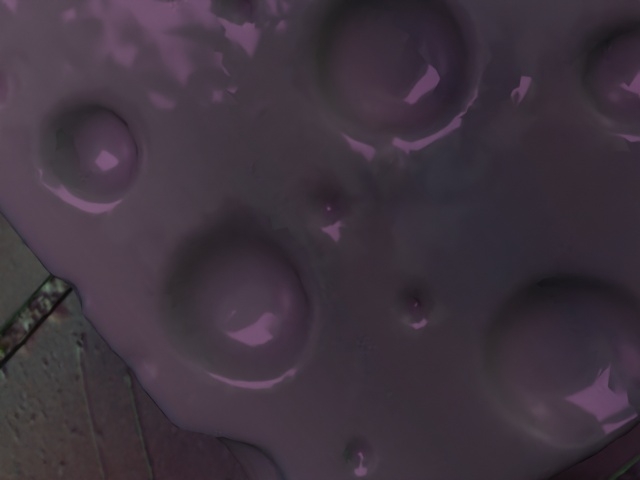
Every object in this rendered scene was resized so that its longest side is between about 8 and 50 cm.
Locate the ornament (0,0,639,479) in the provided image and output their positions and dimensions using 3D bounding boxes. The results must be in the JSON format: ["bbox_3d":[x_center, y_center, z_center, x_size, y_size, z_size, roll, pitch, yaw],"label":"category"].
[{"bbox_3d":[0.040,-0.055,0.430,0.239,0.240,0.240,-35,98,17],"label":"ornament"}]
